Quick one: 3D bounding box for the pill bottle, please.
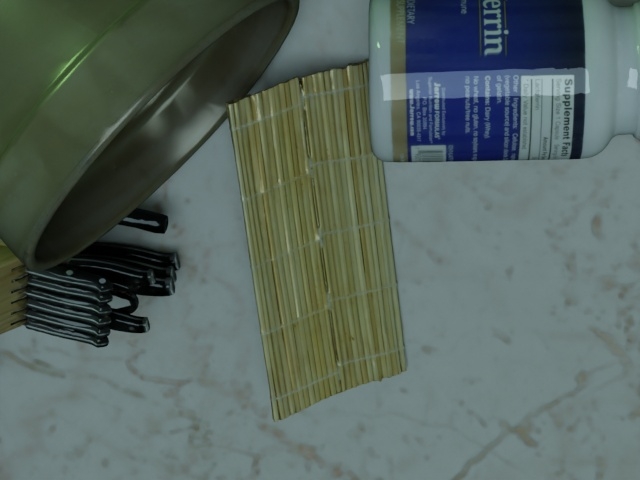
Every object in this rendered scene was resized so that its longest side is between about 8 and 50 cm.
[{"bbox_3d":[0.175,-0.145,1.681,0.265,0.153,0.153,-1,110,3],"label":"pill bottle"}]

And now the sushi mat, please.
[{"bbox_3d":[0.000,0.000,1.777,0.151,0.019,0.316,-17,112,-25],"label":"sushi mat"}]

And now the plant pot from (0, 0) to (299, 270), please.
[{"bbox_3d":[-0.225,-0.183,1.630,0.280,0.323,0.323,44,107,4],"label":"plant pot"}]

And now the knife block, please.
[{"bbox_3d":[-0.274,-0.005,1.791,0.276,0.242,0.088,43,140,32],"label":"knife block"}]
